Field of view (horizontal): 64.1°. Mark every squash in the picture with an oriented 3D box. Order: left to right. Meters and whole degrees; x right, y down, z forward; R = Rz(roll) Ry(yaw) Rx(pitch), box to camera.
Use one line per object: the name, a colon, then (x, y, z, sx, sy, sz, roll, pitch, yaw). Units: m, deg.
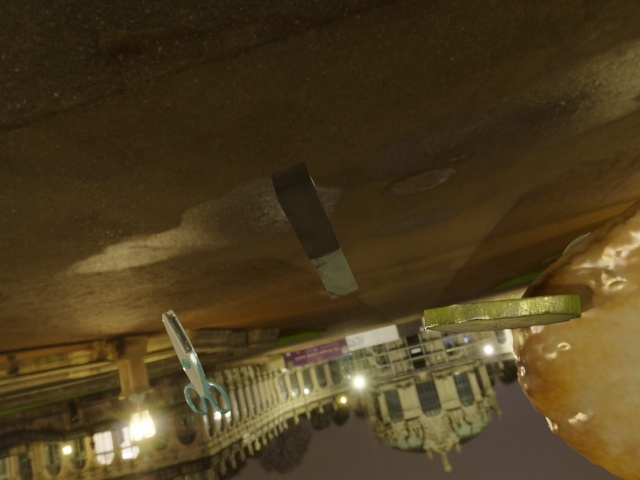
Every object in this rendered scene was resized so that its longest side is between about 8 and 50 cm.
squash: (0.261, 0.104, 0.747, 0.219, 0.041, 0.219, -4, 165, -1)

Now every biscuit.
biscuit: (0.529, 0.180, 0.779, 0.446, 0.429, 0.104, -48, 169, 33)

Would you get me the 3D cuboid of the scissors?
scissors: (-0.131, 0.125, 0.513, 0.058, 0.119, 0.014, -15, -167, 31)

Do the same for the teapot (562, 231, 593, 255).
teapot: (0.538, 0.109, 0.937, 0.178, 0.221, 0.163, -44, 173, -42)

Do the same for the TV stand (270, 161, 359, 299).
TV stand: (0.000, 0.000, 0.712, 0.048, 0.040, 0.256, -22, 139, 3)
